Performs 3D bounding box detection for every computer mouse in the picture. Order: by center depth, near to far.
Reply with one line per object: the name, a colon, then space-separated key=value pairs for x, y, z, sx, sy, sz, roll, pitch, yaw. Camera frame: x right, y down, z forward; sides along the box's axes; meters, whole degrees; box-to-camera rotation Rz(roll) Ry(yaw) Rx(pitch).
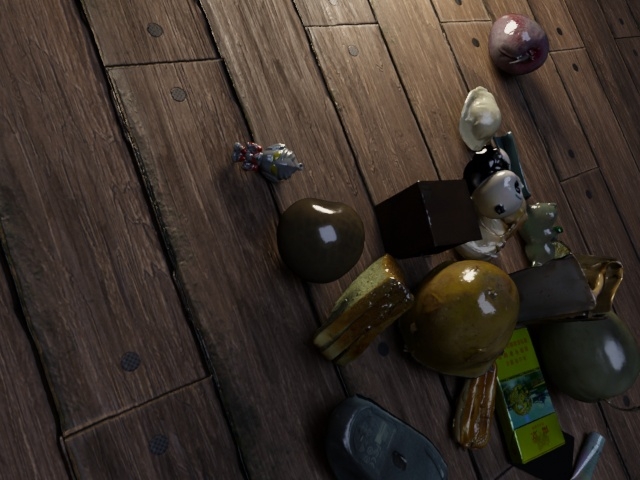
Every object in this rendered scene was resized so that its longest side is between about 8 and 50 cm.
computer mouse: x=0.140 y=0.483 z=1.132 sx=0.374 sy=0.114 sz=0.203 roll=45 pitch=55 yaw=-20

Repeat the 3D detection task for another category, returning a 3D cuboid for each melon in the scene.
melon: x=0.774 y=0.320 z=1.469 sx=0.271 sy=0.271 sz=0.308 roll=19 pitch=72 yaw=-24

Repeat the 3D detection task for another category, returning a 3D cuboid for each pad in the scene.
pad: x=0.637 y=0.599 z=1.448 sx=0.264 sy=0.009 sz=0.160 roll=31 pitch=61 yaw=-21

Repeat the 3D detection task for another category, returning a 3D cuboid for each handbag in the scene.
handbag: x=0.615 y=-0.229 z=1.627 sx=0.144 sy=0.057 sz=0.221 roll=12 pitch=62 yaw=-69

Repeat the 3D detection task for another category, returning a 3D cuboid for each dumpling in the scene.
dumpling: x=0.493 y=-0.387 z=1.604 sx=0.154 sy=0.111 sz=0.181 roll=-14 pitch=77 yaw=-35

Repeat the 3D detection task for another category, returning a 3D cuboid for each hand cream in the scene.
hand cream: x=0.792 y=0.657 z=1.503 sx=0.076 sy=0.047 sz=0.174 roll=42 pitch=67 yaw=-16

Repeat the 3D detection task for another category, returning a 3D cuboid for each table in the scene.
table: x=0.277 y=-0.045 z=1.325 sx=0.169 sy=0.193 sz=0.173 roll=-6 pitch=78 yaw=-32

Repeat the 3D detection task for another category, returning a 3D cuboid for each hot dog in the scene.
hot dog: x=0.409 y=0.419 z=1.333 sx=0.109 sy=0.072 sz=0.270 roll=30 pitch=64 yaw=-21

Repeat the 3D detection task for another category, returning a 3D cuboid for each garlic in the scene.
garlic: x=0.460 y=-0.065 z=1.459 sx=0.203 sy=0.185 sz=0.281 roll=41 pitch=78 yaw=10

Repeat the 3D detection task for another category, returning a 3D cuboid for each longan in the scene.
longan: x=0.000 y=0.000 z=1.158 sx=0.212 sy=0.198 sz=0.198 roll=-9 pitch=80 yaw=-38

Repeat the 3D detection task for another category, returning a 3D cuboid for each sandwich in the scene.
sandwich: x=0.100 y=0.157 z=1.208 sx=0.099 sy=0.288 sz=0.254 roll=44 pitch=102 yaw=-4

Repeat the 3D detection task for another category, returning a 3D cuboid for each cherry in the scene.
cherry: x=0.688 y=-0.684 z=1.767 sx=0.213 sy=0.183 sz=0.266 roll=23 pitch=51 yaw=-38

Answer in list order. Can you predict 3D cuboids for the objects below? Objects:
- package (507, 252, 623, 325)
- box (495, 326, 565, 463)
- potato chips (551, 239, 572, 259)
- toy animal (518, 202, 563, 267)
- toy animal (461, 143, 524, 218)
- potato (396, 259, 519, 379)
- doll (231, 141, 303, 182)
package: x=0.645 y=0.160 z=1.406 sx=0.221 sy=0.311 sz=0.165 roll=6 pitch=70 yaw=-30
box: x=0.560 y=0.426 z=1.423 sx=0.186 sy=0.047 sz=0.336 roll=-6 pitch=75 yaw=-32
potato chips: x=0.798 y=0.102 z=1.686 sx=0.220 sy=0.029 sz=0.202 roll=-39 pitch=96 yaw=-36
toy animal: x=0.693 y=0.011 z=1.612 sx=0.125 sy=0.127 sz=0.252 roll=10 pitch=81 yaw=-46
toy animal: x=0.454 y=-0.143 z=1.321 sx=0.166 sy=0.138 sz=0.179 roll=23 pitch=36 yaw=-61
potato: x=0.400 y=0.162 z=1.242 sx=0.396 sy=0.296 sz=0.290 roll=-12 pitch=65 yaw=-29
doll: x=-0.125 y=-0.191 z=1.214 sx=0.179 sy=0.079 sz=0.094 roll=10 pitch=98 yaw=-20
